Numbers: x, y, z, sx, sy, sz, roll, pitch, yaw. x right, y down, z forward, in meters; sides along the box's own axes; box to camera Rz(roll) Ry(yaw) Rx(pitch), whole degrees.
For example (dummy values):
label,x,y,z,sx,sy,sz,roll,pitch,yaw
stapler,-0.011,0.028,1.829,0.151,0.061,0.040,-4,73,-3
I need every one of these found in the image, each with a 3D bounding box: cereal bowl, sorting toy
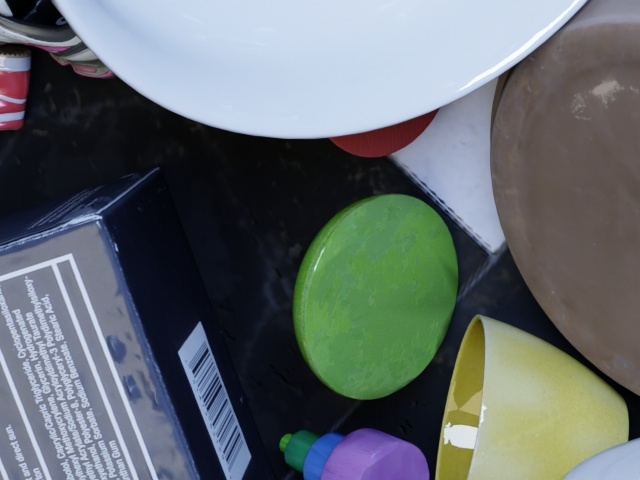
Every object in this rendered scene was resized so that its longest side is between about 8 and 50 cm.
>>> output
label,x,y,z,sx,sy,sz,roll,pitch,yaw
cereal bowl,0.005,-0.225,0.779,0.141,0.339,0.339,58,133,48
sorting toy,0.000,0.000,1.005,0.126,0.127,0.365,17,115,46

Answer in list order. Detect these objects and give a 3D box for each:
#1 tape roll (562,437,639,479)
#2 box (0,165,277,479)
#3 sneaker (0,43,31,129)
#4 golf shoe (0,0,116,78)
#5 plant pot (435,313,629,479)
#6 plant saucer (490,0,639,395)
label,x,y,z,sx,sy,sz,roll,pitch,yaw
tape roll,0.253,0.199,0.842,0.246,0.246,0.169,-4,97,28
box,-0.205,0.141,1.056,0.294,0.183,0.296,-17,100,10
sneaker,-0.254,-0.105,1.113,0.118,0.042,0.067,11,109,20
golf shoe,-0.205,-0.159,1.038,0.186,0.086,0.067,13,80,20
plant pot,0.129,0.119,0.966,0.095,0.134,0.134,11,114,-3
plant saucer,0.193,-0.015,0.866,0.278,0.041,0.277,29,134,35
